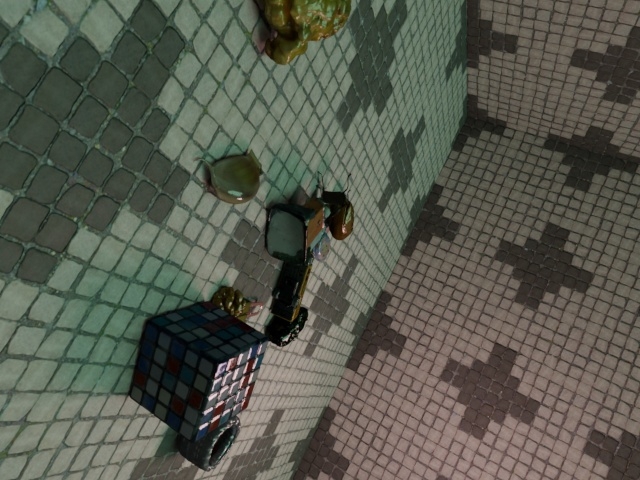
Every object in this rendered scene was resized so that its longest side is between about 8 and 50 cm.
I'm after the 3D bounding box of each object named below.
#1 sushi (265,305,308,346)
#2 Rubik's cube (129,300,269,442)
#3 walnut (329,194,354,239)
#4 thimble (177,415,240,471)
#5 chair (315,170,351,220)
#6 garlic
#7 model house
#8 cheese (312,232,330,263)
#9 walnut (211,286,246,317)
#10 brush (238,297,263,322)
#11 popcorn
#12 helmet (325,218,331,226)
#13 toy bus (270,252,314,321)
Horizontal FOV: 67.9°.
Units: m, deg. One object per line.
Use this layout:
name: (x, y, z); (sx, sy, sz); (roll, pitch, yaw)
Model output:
sushi: (-0.151, 0.392, 2.222); (0.225, 0.127, 0.124); (-49, 153, -33)
Rubik's cube: (-0.383, 0.401, 1.517); (0.291, 0.286, 0.293); (-7, 118, -63)
walnut: (0.101, -0.108, 2.302); (0.137, 0.137, 0.246); (-37, 135, -49)
thimble: (-0.444, 0.774, 1.894); (0.237, 0.172, 0.205); (-65, 154, -9)
chair: (0.041, -0.180, 2.056); (0.174, 0.148, 0.213); (-85, -174, -48)
garlic: (-0.279, -0.180, 1.453); (0.128, 0.149, 0.266); (-36, 175, 26)
model house: (-0.063, -0.073, 1.897); (0.291, 0.184, 0.253); (-43, 147, -44)
cheese: (0.000, 0.000, 2.265); (0.135, 0.052, 0.245); (-45, 138, -42)
walnut: (-0.338, 0.255, 1.718); (0.142, 0.069, 0.170); (31, 82, -40)
brush: (-0.297, 0.279, 1.899); (0.233, 0.047, 0.103); (2, 109, -67)
popcorn: (-0.049, -0.658, 1.346); (0.332, 0.225, 0.265); (-57, 163, 9)
helmet: (0.002, -0.091, 2.166); (0.057, 0.089, 0.111); (111, -7, -64)
toy bus: (-0.117, 0.183, 2.109); (0.123, 0.121, 0.336); (-21, 130, -69)
